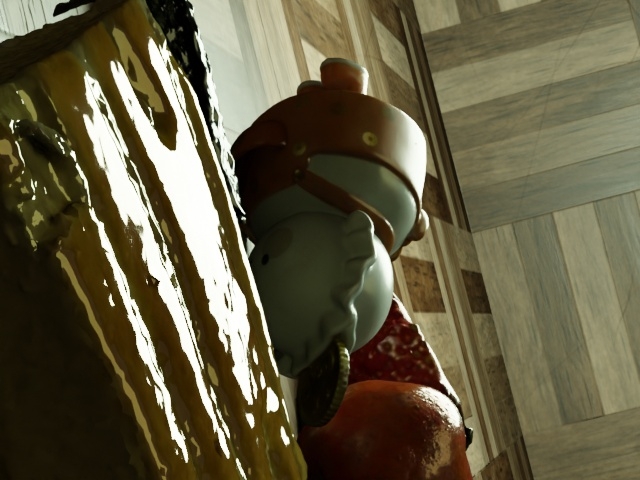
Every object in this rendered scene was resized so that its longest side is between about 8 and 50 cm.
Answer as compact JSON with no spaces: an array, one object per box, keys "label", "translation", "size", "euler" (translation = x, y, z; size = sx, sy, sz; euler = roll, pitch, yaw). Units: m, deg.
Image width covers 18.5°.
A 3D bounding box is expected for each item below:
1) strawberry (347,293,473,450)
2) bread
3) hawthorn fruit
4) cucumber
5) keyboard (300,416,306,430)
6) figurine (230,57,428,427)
[{"label":"strawberry","translation":[0.048,0.126,1.450],"size":[0.140,0.085,0.192],"euler":[-157,-131,-71]},{"label":"bread","translation":[-0.089,0.040,0.721],"size":[0.239,0.111,0.246],"euler":[-72,146,-75]},{"label":"hawthorn fruit","translation":[0.032,0.150,1.301],"size":[0.125,0.140,0.125],"euler":[-174,-90,-72]},{"label":"cucumber","translation":[-0.086,-0.092,1.145],"size":[0.053,0.053,0.181],"euler":[16,59,-80]},{"label":"keyboard","translation":[0.018,0.195,1.442],"size":[0.202,0.011,0.067],"euler":[66,13,-45]},{"label":"figurine","translation":[0.008,0.000,1.324],"size":[0.143,0.143,0.271],"euler":[58,18,-62]}]
